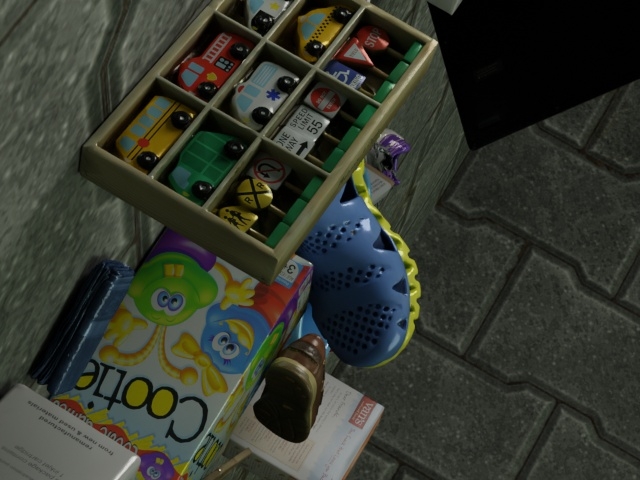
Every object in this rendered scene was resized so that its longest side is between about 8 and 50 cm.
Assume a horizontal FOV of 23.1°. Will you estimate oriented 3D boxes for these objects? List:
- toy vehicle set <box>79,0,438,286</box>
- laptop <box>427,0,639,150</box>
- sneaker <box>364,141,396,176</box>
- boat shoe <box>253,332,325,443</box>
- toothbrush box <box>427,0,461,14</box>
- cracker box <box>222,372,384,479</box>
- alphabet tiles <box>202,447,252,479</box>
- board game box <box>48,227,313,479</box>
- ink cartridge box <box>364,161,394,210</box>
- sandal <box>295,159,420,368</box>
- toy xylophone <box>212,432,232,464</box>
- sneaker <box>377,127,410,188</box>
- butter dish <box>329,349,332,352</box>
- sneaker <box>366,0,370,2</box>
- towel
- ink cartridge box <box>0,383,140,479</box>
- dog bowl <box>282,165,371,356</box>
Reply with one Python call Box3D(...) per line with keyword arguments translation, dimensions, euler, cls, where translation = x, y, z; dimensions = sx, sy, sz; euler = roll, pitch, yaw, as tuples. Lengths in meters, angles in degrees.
Box3D(translation=(-0.041, -0.103, 1.190), dimensions=(0.267, 0.166, 0.035), euler=(-55, 171, -36), cls="toy vehicle set")
Box3D(translation=(0.330, -0.356, 1.808), dimensions=(0.382, 0.408, 0.236), euler=(-23, 166, 40), cls="laptop")
Box3D(translation=(0.081, -0.111, 2.284), dimensions=(0.038, 0.069, 0.098), euler=(-57, 171, -20), cls="sneaker")
Box3D(translation=(-0.023, 0.148, 1.549), dimensions=(0.060, 0.064, 0.178), euler=(-55, 171, -28), cls="boat shoe")
Box3D(translation=(0.170, -0.409, 1.570), dimensions=(0.295, 0.126, 0.216), euler=(-57, 173, -29), cls="toothbrush box")
Box3D(translation=(-0.054, 0.236, 2.081), dimensions=(0.156, 0.232, 0.067), euler=(-55, 170, -30), cls="cracker box")
Box3D(translation=(-0.226, 0.354, 1.753), dimensions=(0.342, 0.011, 0.285), euler=(-40, 174, 14), cls="alphabet tiles")
Box3D(translation=(-0.137, 0.123, 1.478), dimensions=(0.275, 0.142, 0.144), euler=(-58, 172, -20), cls="board game box")
Box3D(translation=(0.000, 0.000, 2.109), dimensions=(0.193, 0.088, 0.234), euler=(-62, 171, 18), cls="ink cartridge box")
Box3D(translation=(0.000, -0.024, 1.549), dimensions=(0.126, 0.317, 0.138), euler=(-24, 169, 27), cls="sandal")
Box3D(translation=(-0.150, 0.199, 1.889), dimensions=(0.323, 0.081, 0.236), euler=(-63, 170, 19), cls="toy xylophone")
Box3D(translation=(0.079, -0.085, 2.361), dimensions=(0.170, 0.071, 0.068), euler=(-61, 172, 11), cls="sneaker")
Box3D(translation=(-0.016, 0.099, 2.282), dimensions=(0.160, 0.159, 0.118), euler=(-44, 118, -67), cls="butter dish")
Box3D(translation=(0.002, -0.217, 1.370), dimensions=(0.104, 0.095, 0.236), euler=(-27, 141, -64), cls="sneaker")
Box3D(translation=(-0.199, 0.072, 1.318), dimensions=(0.119, 0.029, 0.067), euler=(-62, 172, 3), cls="towel")
Box3D(translation=(-0.286, 0.294, 1.198), dimensions=(0.307, 0.129, 0.223), euler=(-51, 168, -51), cls="ink cartridge box")
Box3D(translation=(-0.013, 0.026, 1.852), dimensions=(0.166, 0.074, 0.297), euler=(63, 41, -60), cls="dog bowl")
